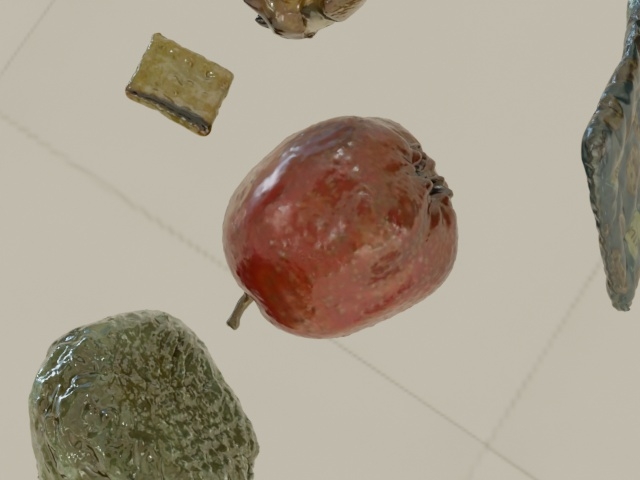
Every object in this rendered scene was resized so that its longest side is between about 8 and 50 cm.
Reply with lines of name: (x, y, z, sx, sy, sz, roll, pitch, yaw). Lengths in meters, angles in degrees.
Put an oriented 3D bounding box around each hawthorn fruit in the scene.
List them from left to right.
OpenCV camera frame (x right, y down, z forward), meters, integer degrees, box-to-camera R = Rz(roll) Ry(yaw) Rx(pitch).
hawthorn fruit: (0.000, 0.000, 1.442, 0.253, 0.205, 0.205, -33, 94, 19)

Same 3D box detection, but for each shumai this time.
shumai: (-0.190, 0.196, 1.411, 0.225, 0.222, 0.261, 24, 40, -45)

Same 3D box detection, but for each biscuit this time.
biscuit: (-0.122, -0.136, 1.371, 0.083, 0.018, 0.081, 27, 51, -10)

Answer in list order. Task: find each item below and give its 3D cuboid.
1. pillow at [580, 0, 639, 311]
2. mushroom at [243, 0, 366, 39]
pillow: (0.259, -0.087, 1.299, 0.034, 0.189, 0.256, 5, 44, 21)
mushroom: (-0.028, -0.144, 0.539, 0.061, 0.187, 0.060, -15, 48, 15)
